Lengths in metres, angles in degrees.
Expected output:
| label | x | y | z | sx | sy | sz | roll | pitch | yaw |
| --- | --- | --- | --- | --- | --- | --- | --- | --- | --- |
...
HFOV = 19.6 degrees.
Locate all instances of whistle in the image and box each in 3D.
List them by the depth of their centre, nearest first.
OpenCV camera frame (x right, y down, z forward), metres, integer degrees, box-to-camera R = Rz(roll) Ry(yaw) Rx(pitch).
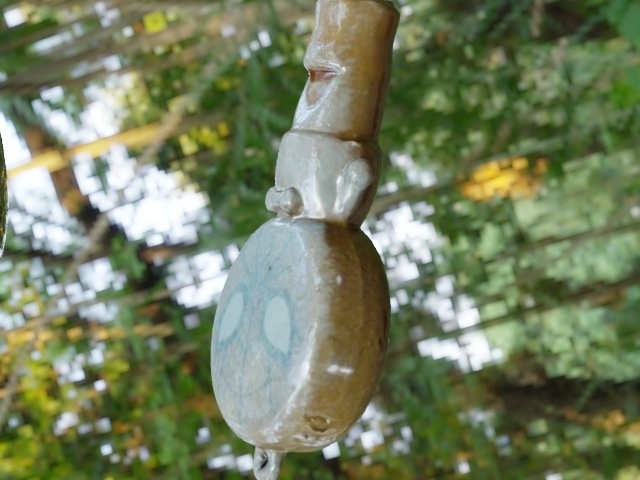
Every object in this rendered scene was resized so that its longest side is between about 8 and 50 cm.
| label | x | y | z | sx | sy | sz | roll | pitch | yaw |
| --- | --- | --- | --- | --- | --- | --- | --- | --- | --- |
| whistle | 0.000 | 0.000 | 0.824 | 0.057 | 0.107 | 0.220 | 11 | -93 | -28 |

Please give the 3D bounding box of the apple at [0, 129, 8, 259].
| label | x | y | z | sx | sy | sz | roll | pitch | yaw |
| --- | --- | --- | --- | --- | --- | --- | --- | --- | --- |
| apple | -0.339 | -0.039 | 1.156 | 0.235 | 0.306 | 0.305 | -90 | -23 | -51 |
